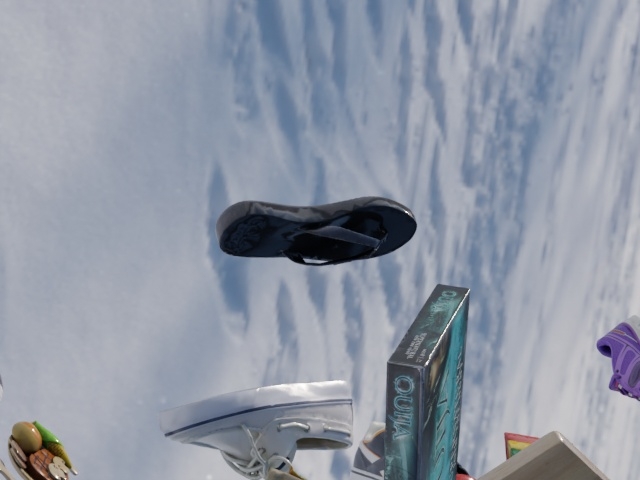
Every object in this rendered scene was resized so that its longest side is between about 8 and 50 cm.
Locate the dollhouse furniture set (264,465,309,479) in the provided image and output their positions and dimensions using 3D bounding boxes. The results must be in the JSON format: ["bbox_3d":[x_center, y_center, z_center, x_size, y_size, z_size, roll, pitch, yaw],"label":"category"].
[{"bbox_3d":[-0.018,0.477,1.689,0.302,0.197,0.151,-70,162,3],"label":"dollhouse furniture set"}]

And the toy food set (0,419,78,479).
[{"bbox_3d":[-0.435,0.337,1.861,0.038,0.132,0.192,-43,179,11],"label":"toy food set"}]

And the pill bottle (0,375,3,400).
[{"bbox_3d":[-0.456,0.210,1.441,0.130,0.130,0.246,-51,170,-52],"label":"pill bottle"}]

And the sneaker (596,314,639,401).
[{"bbox_3d":[0.353,0.158,1.297,0.068,0.071,0.170,57,7,-37],"label":"sneaker"}]

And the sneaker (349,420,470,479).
[{"bbox_3d":[0.166,0.393,2.104,0.126,0.321,0.128,16,84,-35],"label":"sneaker"}]

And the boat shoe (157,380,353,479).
[{"bbox_3d":[-0.080,0.299,1.770,0.367,0.135,0.157,4,71,-51],"label":"boat shoe"}]

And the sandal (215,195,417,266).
[{"bbox_3d":[-0.001,0.001,1.416,0.097,0.254,0.054,113,-36,-42],"label":"sandal"}]

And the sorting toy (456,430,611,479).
[{"bbox_3d":[0.274,0.370,1.642,0.255,0.257,0.089,42,19,-34],"label":"sorting toy"}]

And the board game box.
[{"bbox_3d":[0.070,0.139,0.806,0.126,0.026,0.186,-47,142,-61],"label":"board game box"}]
